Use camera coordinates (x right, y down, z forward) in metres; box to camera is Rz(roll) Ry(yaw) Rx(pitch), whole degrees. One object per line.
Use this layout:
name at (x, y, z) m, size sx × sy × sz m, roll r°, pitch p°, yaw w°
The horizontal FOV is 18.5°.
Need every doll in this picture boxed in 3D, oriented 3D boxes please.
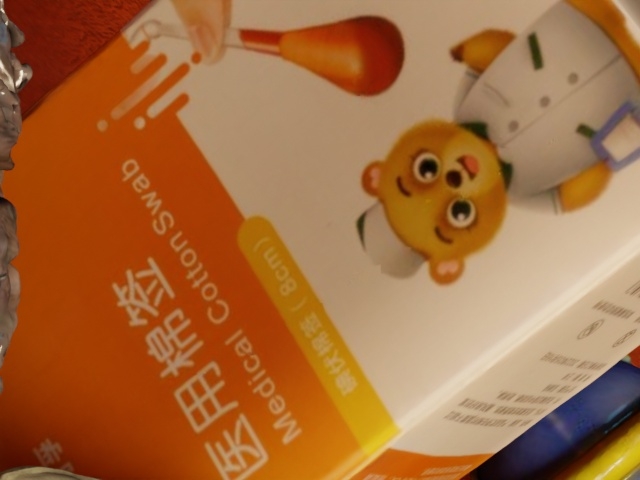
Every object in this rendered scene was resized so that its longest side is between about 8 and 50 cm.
doll at (0.178, 0.180, 1.099) m, size 0.311 × 0.160 × 0.242 m, roll 44°, pitch 20°, yaw -87°

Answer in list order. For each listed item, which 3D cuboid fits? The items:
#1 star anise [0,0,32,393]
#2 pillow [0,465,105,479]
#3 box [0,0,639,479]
star anise at (-0.143, -0.014, 0.769) m, size 0.063 × 0.208 × 0.172 m, roll 7°, pitch -4°, yaw -12°
pillow at (-0.017, 0.244, 0.661) m, size 0.255 × 0.120 × 0.322 m, roll 26°, pitch 42°, yaw -40°
box at (0.000, 0.000, 0.851) m, size 0.225 × 0.341 × 0.143 m, roll 57°, pitch 15°, yaw 20°
